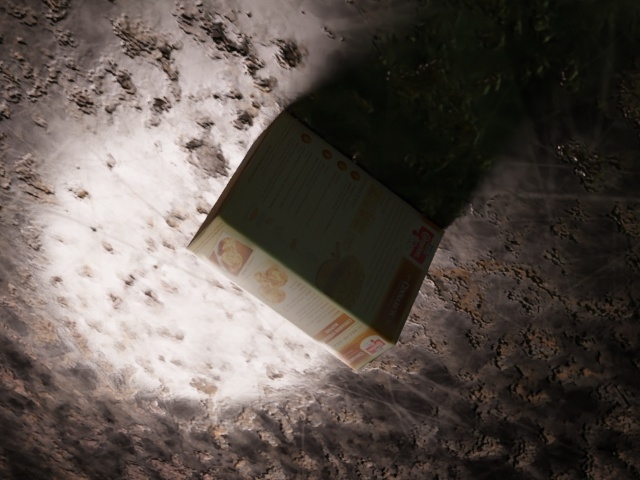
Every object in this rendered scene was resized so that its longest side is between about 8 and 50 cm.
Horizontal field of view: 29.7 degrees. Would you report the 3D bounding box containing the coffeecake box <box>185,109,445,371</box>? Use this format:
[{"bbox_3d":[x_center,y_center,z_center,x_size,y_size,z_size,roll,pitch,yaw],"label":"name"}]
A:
[{"bbox_3d":[0.000,0.000,1.052,0.185,0.142,0.068,36,140,-10],"label":"coffeecake box"}]
